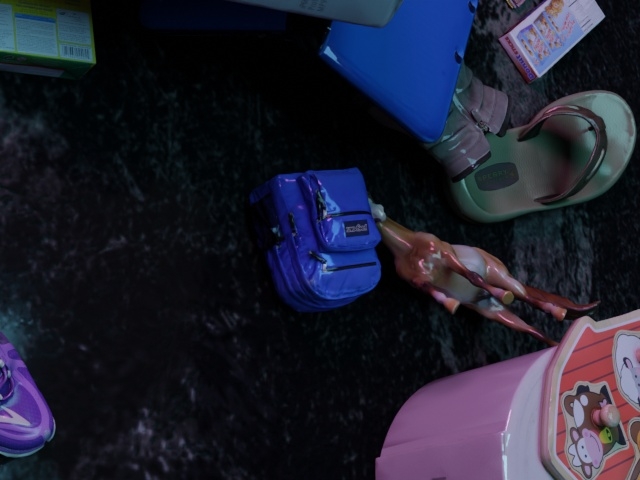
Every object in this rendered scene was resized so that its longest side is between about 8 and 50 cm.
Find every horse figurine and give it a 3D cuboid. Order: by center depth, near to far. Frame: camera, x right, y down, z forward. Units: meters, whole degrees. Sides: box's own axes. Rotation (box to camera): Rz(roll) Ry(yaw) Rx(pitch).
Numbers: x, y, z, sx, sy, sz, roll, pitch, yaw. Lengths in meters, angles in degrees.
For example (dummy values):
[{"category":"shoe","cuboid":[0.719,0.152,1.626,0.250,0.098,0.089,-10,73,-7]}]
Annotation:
[{"category":"horse figurine","cuboid":[0.147,0.039,1.057,0.263,0.174,0.066,20,101,-38]}]

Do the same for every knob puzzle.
[{"category":"knob puzzle","cuboid":[0.258,0.155,0.940,0.213,0.030,0.213,13,66,-33]}]

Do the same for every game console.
[{"category":"game console","cuboid":[0.007,-0.254,1.057,0.173,0.250,0.293,64,37,-51]}]

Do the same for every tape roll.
[{"category":"tape roll","cuboid":[0.196,0.226,0.997,0.246,0.169,0.246,13,66,-33]}]

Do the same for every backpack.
[{"category":"backpack","cuboid":[0.000,0.000,0.978,0.098,0.101,0.120,-7,80,-31]}]

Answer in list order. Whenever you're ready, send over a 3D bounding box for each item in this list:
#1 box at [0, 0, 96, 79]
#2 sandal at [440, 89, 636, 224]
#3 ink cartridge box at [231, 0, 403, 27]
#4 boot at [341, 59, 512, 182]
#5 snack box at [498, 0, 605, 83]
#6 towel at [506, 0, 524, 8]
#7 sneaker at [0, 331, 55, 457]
[{"category":"box","cuboid":[-0.247,-0.226,0.913,0.105,0.043,0.179,3,75,-36]},{"category":"sandal","cuboid":[0.258,-0.091,1.207,0.303,0.086,0.120,-24,87,-38]},{"category":"ink cartridge box","cuboid":[-0.124,-0.333,0.876,0.385,0.091,0.308,8,53,-17]},{"category":"boot","cuboid":[0.130,-0.182,1.141,0.161,0.083,0.246,35,59,-15]},{"category":"snack box","cuboid":[0.279,-0.254,1.325,0.178,0.022,0.064,-42,101,-39]},{"category":"towel","cuboid":[0.232,-0.316,1.321,0.060,0.009,0.083,51,51,-10]},{"category":"sneaker","cuboid":[-0.246,0.080,0.784,0.068,0.071,0.170,-40,100,-39]}]
